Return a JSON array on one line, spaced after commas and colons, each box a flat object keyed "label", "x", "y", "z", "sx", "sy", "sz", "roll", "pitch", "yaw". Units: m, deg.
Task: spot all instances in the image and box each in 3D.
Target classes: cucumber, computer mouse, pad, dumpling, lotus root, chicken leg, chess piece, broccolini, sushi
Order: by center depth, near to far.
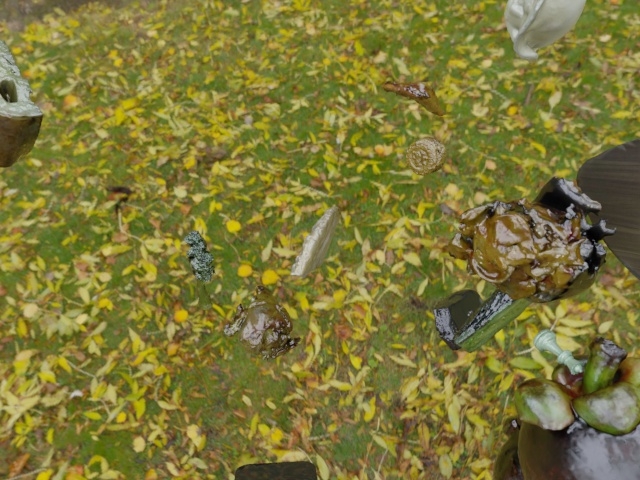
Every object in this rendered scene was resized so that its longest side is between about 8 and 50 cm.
[{"label": "dumpling", "x": 0.304, "y": -0.311, "z": 0.704, "sx": 0.100, "sy": 0.169, "sz": 0.134, "roll": 33, "pitch": 65, "yaw": 1}, {"label": "lotus root", "x": -0.488, "y": -0.213, "z": 0.714, "sx": 0.138, "sy": 0.119, "sz": 0.235, "roll": 0, "pitch": 48, "yaw": -47}, {"label": "sushi", "x": 0.348, "y": 0.008, "z": 0.863, "sx": 0.204, "sy": 0.200, "sz": 0.213, "roll": -25, "pitch": 44, "yaw": -24}, {"label": "chess piece", "x": 0.415, "y": 0.196, "z": 0.880, "sx": 0.042, "sy": 0.042, "sz": 0.093, "roll": -25, "pitch": 34, "yaw": -9}, {"label": "broccolini", "x": -0.201, "y": 0.068, "z": 0.898, "sx": 0.057, "sy": 0.254, "sz": 0.071, "roll": 19, "pitch": 63, "yaw": 5}, {"label": "pad", "x": -0.158, "y": 0.510, "z": 0.945, "sx": 0.323, "sy": 0.250, "sz": 0.055, "roll": -20, "pitch": 99, "yaw": -3}, {"label": "cucumber", "x": 0.356, "y": 0.141, "z": 1.047, "sx": 0.211, "sy": 0.078, "sz": 0.062, "roll": -45, "pitch": 43, "yaw": 19}, {"label": "computer mouse", "x": 0.360, "y": 0.200, "z": 1.332, "sx": 0.217, "sy": 0.073, "sz": 0.122, "roll": -23, "pitch": 86, "yaw": -49}, {"label": "chicken leg", "x": -0.148, "y": 0.242, "z": 1.545, "sx": 0.211, "sy": 0.361, "sz": 0.140, "roll": 42, "pitch": 103, "yaw": -1}]

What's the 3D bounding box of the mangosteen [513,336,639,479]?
[{"label": "mangosteen", "x": 0.489, "y": 0.355, "z": 0.851, "sx": 0.330, "sy": 0.330, "sz": 0.330, "roll": -4, "pitch": 55, "yaw": 6}]

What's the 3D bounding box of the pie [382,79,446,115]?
[{"label": "pie", "x": 0.139, "y": -0.224, "z": 0.771, "sx": 0.088, "sy": 0.191, "sz": 0.033, "roll": 22, "pitch": 103, "yaw": 18}]

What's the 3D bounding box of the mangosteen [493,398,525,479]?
[{"label": "mangosteen", "x": 0.562, "y": 0.552, "z": 1.220, "sx": 0.297, "sy": 0.297, "sz": 0.313, "roll": -8, "pitch": 99, "yaw": 3}]

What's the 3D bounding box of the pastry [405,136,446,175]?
[{"label": "pastry", "x": 0.282, "y": -0.225, "z": 1.357, "sx": 0.057, "sy": 0.109, "sz": 0.097, "roll": -20, "pitch": 93, "yaw": -43}]

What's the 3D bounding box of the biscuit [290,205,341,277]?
[{"label": "biscuit", "x": 0.001, "y": -0.003, "z": 0.942, "sx": 0.032, "sy": 0.250, "sz": 0.133, "roll": 25, "pitch": 96, "yaw": 7}]

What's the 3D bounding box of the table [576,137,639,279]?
[{"label": "table", "x": 0.685, "y": -0.072, "z": 0.918, "sx": 0.249, "sy": 0.317, "sz": 0.317, "roll": -26, "pitch": 53, "yaw": -35}]
